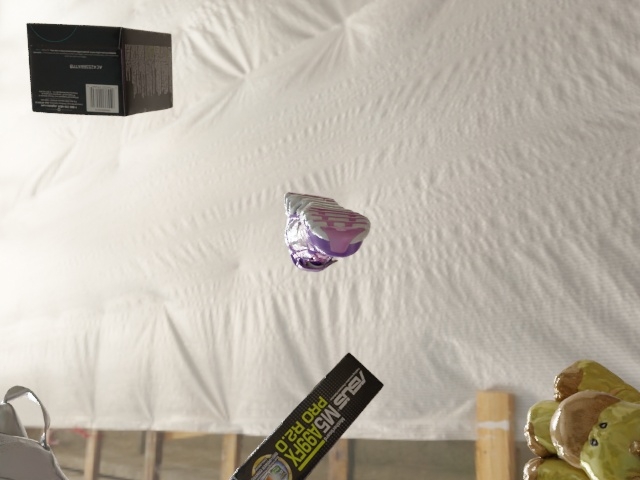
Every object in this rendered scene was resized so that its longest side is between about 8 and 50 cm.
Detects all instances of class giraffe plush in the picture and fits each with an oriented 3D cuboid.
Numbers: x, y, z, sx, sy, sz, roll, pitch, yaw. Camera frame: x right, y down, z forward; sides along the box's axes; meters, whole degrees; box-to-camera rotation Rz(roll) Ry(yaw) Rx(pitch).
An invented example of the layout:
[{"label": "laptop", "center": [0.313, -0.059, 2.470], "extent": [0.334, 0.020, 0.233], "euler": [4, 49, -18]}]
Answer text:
[{"label": "giraffe plush", "center": [0.281, 0.199, 0.680], "extent": [0.210, 0.170, 0.182], "euler": [0, -104, 32]}]

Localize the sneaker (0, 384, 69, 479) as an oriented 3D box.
[{"label": "sneaker", "center": [-0.331, 0.250, 0.502], "extent": [0.137, 0.365, 0.210], "euler": [-37, -105, 56]}]

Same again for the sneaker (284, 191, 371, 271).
[{"label": "sneaker", "center": [0.000, 0.000, 1.010], "extent": [0.236, 0.095, 0.105], "euler": [-139, -120, -72]}]

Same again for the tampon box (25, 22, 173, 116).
[{"label": "tampon box", "center": [-0.265, -0.210, 0.895], "extent": [0.120, 0.161, 0.102], "euler": [4, -77, 8]}]

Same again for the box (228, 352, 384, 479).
[{"label": "box", "center": [-0.055, 0.274, 0.865], "extent": [0.060, 0.216, 0.270], "euler": [42, -44, 9]}]
